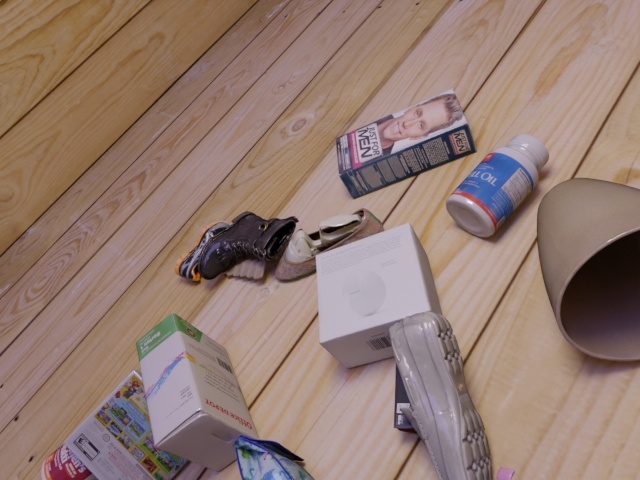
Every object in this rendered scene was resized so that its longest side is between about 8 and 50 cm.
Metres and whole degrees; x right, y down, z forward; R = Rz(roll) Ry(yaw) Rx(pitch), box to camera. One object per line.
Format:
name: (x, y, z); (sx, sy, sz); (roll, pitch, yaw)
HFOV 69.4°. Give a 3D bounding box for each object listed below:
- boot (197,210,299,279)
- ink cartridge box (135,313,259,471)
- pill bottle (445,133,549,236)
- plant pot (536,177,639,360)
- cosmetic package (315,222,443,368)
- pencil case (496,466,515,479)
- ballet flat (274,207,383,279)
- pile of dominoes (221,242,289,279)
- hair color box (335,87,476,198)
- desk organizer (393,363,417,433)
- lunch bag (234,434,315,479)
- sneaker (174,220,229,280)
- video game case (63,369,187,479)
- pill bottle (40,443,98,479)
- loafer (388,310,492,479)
boot: (-0.200, 0.018, 1.249); (0.229, 0.091, 0.262); (17, 64, 51)
ink cartridge box: (-0.268, 0.322, 0.992); (0.117, 0.201, 0.278); (-38, 43, 0)
pill bottle: (0.388, -0.124, 1.004); (0.221, 0.124, 0.124); (-46, 43, -10)
plant pot: (0.476, 0.009, 0.767); (0.257, 0.256, 0.274); (-22, 28, 17)
cosmetic package: (0.120, 0.115, 0.962); (0.224, 0.138, 0.224); (-20, 46, 18)
pencil case: (0.226, 0.453, 0.593); (0.124, 0.124, 0.284); (14, 59, 41)
ballet flat: (0.000, 0.000, 1.168); (0.316, 0.106, 0.107); (-25, 43, 13)
pile of dominoes: (-0.195, 0.032, 1.342); (0.251, 0.040, 0.195); (1, 54, 45)
hair color box: (0.220, -0.261, 1.253); (0.348, 0.105, 0.173); (-20, 45, 18)
desk organizer: (0.167, 0.284, 0.846); (0.047, 0.050, 0.130); (-12, 48, 26)
lunch bag: (-0.080, 0.423, 0.832); (0.096, 0.128, 0.151); (-48, 41, -13)
sneaker: (-0.340, 0.035, 1.395); (0.083, 0.084, 0.214); (30, 77, 33)
video game case: (-0.403, 0.438, 1.011); (0.227, 0.026, 0.206); (42, 79, 7)
pill bottle: (-0.518, 0.486, 1.076); (0.221, 0.121, 0.121); (-39, 42, -1)
loafer: (0.190, 0.279, 0.755); (0.112, 0.112, 0.319); (-26, 63, 33)
